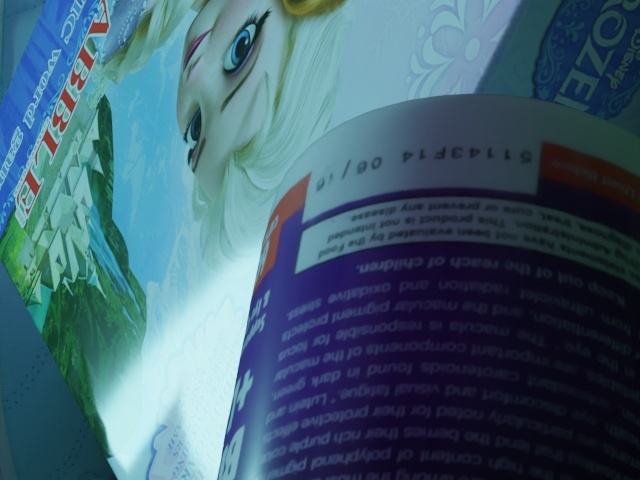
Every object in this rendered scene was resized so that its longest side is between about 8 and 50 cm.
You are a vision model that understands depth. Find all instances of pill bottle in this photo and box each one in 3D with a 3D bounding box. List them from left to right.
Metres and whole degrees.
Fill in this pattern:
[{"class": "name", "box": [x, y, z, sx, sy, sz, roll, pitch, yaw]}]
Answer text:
[{"class": "pill bottle", "box": [0.028, 0.074, 0.414, 0.108, 0.108, 0.193, 130, 156, -51]}]

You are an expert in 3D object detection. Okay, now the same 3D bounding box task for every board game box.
[{"class": "board game box", "box": [0.003, -0.083, 0.638, 0.319, 0.066, 0.318, -65, 30, 14]}]

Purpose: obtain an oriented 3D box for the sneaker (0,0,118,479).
[{"class": "sneaker", "box": [-0.091, 0.023, 0.881, 0.135, 0.150, 0.366, 25, -119, -81]}]
